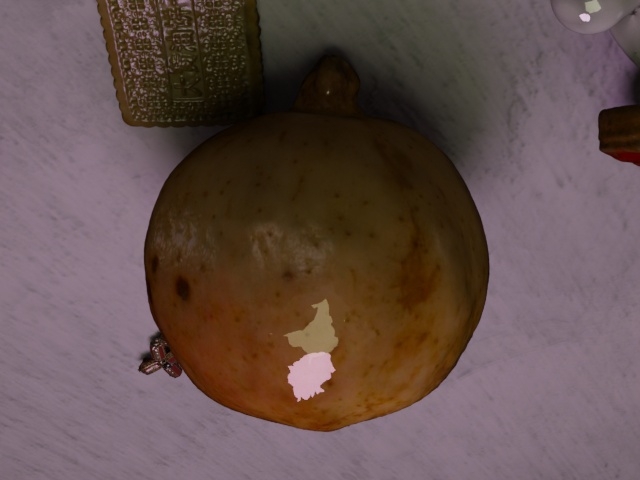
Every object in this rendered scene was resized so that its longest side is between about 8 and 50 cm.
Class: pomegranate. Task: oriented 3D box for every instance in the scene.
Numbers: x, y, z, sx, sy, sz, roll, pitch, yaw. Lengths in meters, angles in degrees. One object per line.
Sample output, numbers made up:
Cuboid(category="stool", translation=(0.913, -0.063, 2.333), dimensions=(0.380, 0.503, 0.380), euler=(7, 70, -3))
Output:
Cuboid(category="pomegranate", translation=(0.000, 0.000, 1.287), dimensions=(0.410, 0.410, 0.410), euler=(-1, 136, -1))

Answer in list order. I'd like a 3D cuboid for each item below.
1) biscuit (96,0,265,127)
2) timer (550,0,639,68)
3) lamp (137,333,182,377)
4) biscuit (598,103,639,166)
Cuboid(category="biscuit", translation=(-0.148, -0.222, 1.259), dimensions=(0.172, 0.029, 0.254), euler=(-2, 136, 1))
Cuboid(category="timer", translation=(0.360, -0.239, 1.102), dimensions=(0.233, 0.240, 0.233), euler=(32, 143, 28))
Cuboid(category="lamp", translation=(-0.221, 0.160, 1.657), dimensions=(0.063, 0.031, 0.083), euler=(9, 132, -13))
Cuboid(category="biscuit", translation=(0.463, -0.111, 1.208), dimensions=(0.381, 0.074, 0.359), euler=(-5, 180, -13))
